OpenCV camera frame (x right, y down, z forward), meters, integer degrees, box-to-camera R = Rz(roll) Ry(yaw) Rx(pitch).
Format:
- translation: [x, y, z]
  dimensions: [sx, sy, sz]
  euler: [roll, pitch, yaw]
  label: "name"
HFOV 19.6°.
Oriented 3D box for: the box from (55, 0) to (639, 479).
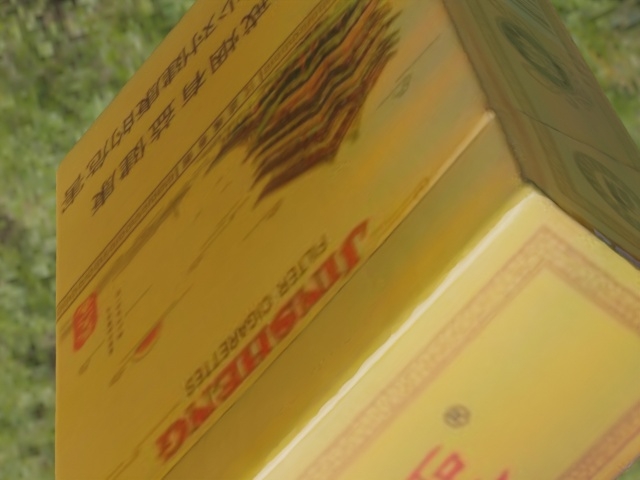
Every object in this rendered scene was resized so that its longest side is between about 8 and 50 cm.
- translation: [0.000, 0.000, 0.540]
  dimensions: [0.076, 0.274, 0.174]
  euler: [33, 110, -23]
  label: "box"
